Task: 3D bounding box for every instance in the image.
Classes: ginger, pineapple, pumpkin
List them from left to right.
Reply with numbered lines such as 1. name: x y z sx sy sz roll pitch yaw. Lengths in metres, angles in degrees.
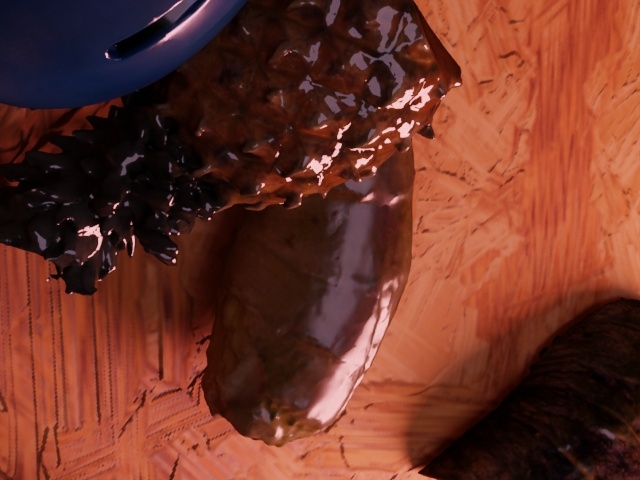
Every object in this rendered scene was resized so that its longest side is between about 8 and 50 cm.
1. pineapple: -0.068 -0.065 1.039 0.278 0.158 0.158 -34 130 0
2. ginger: 0.000 0.000 1.181 0.109 0.116 0.263 -35 136 -79
3. pumpkin: 0.221 0.127 1.426 0.278 0.111 0.163 11 95 -42

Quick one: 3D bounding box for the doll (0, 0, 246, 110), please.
1. doll: -0.146 -0.205 0.886 0.284 0.240 0.310 -35 131 4
